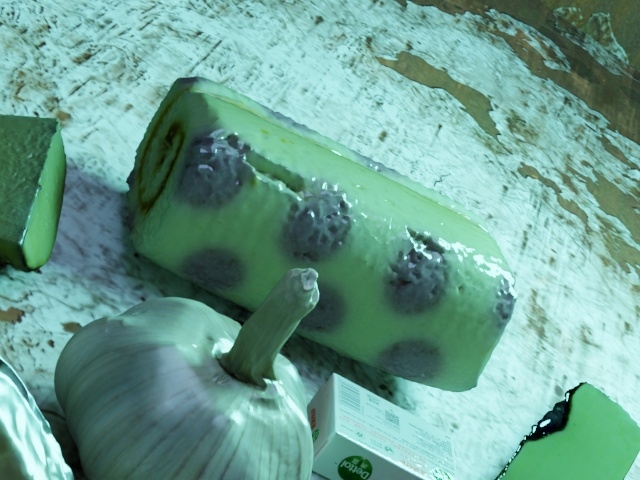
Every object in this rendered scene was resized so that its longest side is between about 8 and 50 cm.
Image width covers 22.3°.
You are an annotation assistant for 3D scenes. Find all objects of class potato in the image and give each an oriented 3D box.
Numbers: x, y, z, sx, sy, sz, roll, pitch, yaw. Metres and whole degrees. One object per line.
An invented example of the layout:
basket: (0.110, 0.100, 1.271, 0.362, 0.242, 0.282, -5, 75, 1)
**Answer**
potato: (-0.271, -0.028, 1.274, 0.120, 0.081, 0.149, 4, 46, 2)

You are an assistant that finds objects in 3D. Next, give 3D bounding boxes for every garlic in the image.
garlic: (-0.067, 0.087, 1.120, 0.199, 0.226, 0.199, 26, 32, -17)

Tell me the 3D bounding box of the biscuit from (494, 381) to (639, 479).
biscuit: (0.231, 0.207, 1.511, 0.099, 0.038, 0.322, 44, 25, 8)

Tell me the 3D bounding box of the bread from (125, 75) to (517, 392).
bread: (0.000, 0.000, 1.441, 0.338, 0.155, 0.187, 24, 19, -19)

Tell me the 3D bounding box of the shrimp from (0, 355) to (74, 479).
shrimp: (-0.206, 0.091, 0.746, 0.221, 0.110, 0.446, -38, 114, -52)

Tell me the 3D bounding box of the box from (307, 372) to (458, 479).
box: (0.051, 0.172, 1.331, 0.125, 0.043, 0.089, 30, 25, -14)
